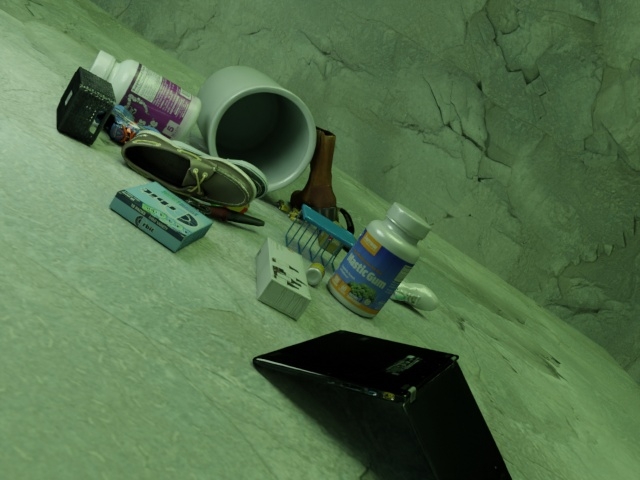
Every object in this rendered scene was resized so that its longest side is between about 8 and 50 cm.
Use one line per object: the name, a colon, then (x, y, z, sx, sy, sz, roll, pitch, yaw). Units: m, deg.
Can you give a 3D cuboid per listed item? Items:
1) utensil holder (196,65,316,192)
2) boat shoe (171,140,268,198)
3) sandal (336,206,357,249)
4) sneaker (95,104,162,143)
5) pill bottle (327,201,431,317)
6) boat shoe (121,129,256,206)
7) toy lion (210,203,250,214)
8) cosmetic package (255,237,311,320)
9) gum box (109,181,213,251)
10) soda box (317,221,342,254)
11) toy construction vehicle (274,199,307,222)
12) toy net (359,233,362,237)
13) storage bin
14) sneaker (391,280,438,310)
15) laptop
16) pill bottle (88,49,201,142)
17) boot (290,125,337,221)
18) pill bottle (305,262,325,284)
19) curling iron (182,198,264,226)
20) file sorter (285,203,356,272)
utensil holder: (-0.227, -0.369, 2.023, 0.328, 0.327, 0.385, 27, 13, -30)
boat shoe: (-0.272, -0.167, 1.653, 0.306, 0.113, 0.105, 24, 23, -28)
sandal: (0.071, -0.057, 2.136, 0.120, 0.086, 0.303, 20, 20, -47)
sneaker: (-0.483, -0.265, 1.589, 0.221, 0.083, 0.087, 33, 25, 20)
pill bottle: (0.151, 0.045, 1.580, 0.152, 0.272, 0.152, 32, 14, -9)
boat shoe: (-0.311, -0.158, 1.502, 0.324, 0.116, 0.096, 26, 24, -3)
toy lion: (-0.231, -0.102, 1.602, 0.100, 0.096, 0.034, -14, 12, -20)
cosmetic package: (-0.083, 0.076, 1.373, 0.099, 0.060, 0.239, 31, 14, -17)
gum box: (-0.318, -0.052, 1.294, 0.157, 0.041, 0.184, 35, 13, 0)
soda box: (0.032, -0.018, 1.972, 0.061, 0.058, 0.181, 32, 14, -12)
toy construction vehicle: (-0.085, -0.093, 1.997, 0.086, 0.035, 0.098, 17, 22, -51)
toy net: (0.215, 0.038, 2.254, 0.232, 0.045, 0.122, 19, 22, -44)
storage bin: (-0.548, -0.315, 1.475, 0.084, 0.122, 0.180, 27, 16, -32)
sneaker: (0.247, 0.158, 1.882, 0.212, 0.080, 0.094, 29, 25, 6)
laptop: (0.132, 0.329, 1.112, 0.408, 0.236, 0.382, 9, 3, 23)
pill bottle: (-0.500, -0.394, 1.764, 0.301, 0.169, 0.169, 28, 15, -25)
boot: (-0.030, -0.221, 2.014, 0.096, 0.280, 0.264, -8, 19, -18)
pill bottle: (-0.012, 0.080, 1.560, 0.043, 0.043, 0.083, 35, 14, 1)
curling iron: (-0.231, -0.056, 1.529, 0.068, 0.035, 0.274, 48, 19, 30)
file sorter: (0.000, 0.000, 1.735, 0.170, 0.104, 0.118, 31, 15, -14)
